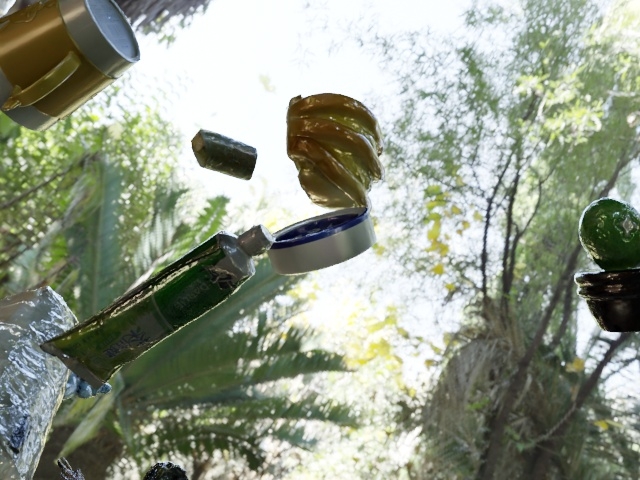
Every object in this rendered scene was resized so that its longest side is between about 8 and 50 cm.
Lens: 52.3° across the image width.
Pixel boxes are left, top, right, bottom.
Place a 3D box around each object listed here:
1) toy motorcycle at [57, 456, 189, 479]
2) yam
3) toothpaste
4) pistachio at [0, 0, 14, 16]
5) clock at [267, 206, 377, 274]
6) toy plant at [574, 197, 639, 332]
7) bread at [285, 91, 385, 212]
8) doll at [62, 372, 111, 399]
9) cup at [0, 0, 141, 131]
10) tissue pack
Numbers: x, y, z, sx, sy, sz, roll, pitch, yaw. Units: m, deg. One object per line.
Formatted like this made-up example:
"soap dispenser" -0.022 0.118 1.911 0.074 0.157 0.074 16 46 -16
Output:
"toy motorcycle" -0.267 0.486 1.085 0.134 0.207 0.401 -24 -71 39
"yam" -0.165 -0.144 1.112 0.070 0.069 0.147 0 -9 45
"toothpaste" -0.146 0.060 0.606 0.248 0.046 0.078 -33 -60 14
"pistachio" -0.716 -0.510 1.245 0.214 0.318 0.193 -41 -81 14
"clock" 0.000 0.000 1.368 0.231 0.230 0.083 -3 -72 46
"toy plant" 0.537 0.041 1.152 0.176 0.218 0.234 -9 -93 41
"bread" 0.052 -0.204 1.576 0.212 0.270 0.316 -17 -33 20
"doll" -0.452 0.247 1.201 0.120 0.075 0.180 37 -11 4
"cup" -0.429 -0.290 1.058 0.226 0.241 0.185 -26 -53 12
"tissue pack" -0.518 0.255 0.884 0.376 0.390 0.195 -33 -66 15
